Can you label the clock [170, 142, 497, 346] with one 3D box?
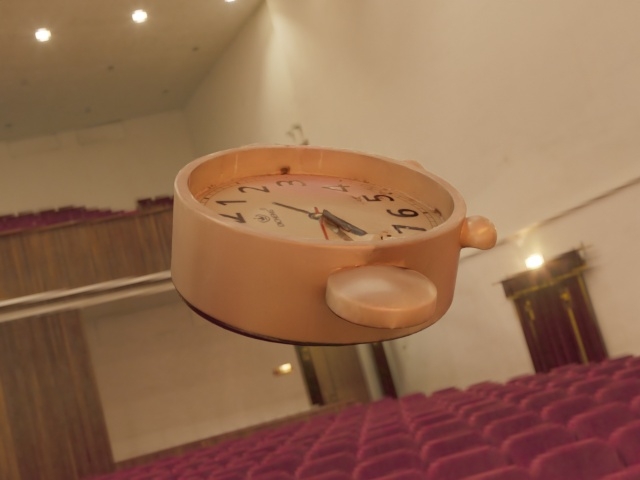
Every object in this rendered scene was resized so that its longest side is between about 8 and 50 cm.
[{"bbox_3d":[0.000,0.000,0.515,0.156,0.063,0.229,-2,25,-20],"label":"clock"}]
